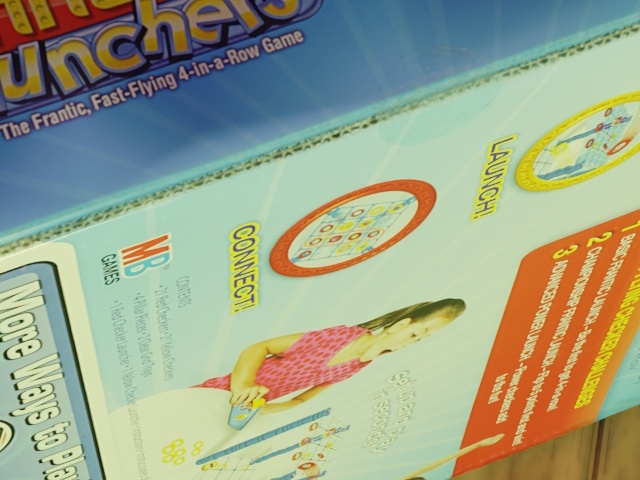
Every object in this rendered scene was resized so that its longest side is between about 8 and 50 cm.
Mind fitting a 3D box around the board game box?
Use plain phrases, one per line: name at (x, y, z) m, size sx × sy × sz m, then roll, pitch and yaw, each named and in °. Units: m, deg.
board game box at (0.000, 0.000, 0.527) m, size 0.302 × 0.308 × 0.086 m, roll -20°, pitch 67°, yaw -12°
